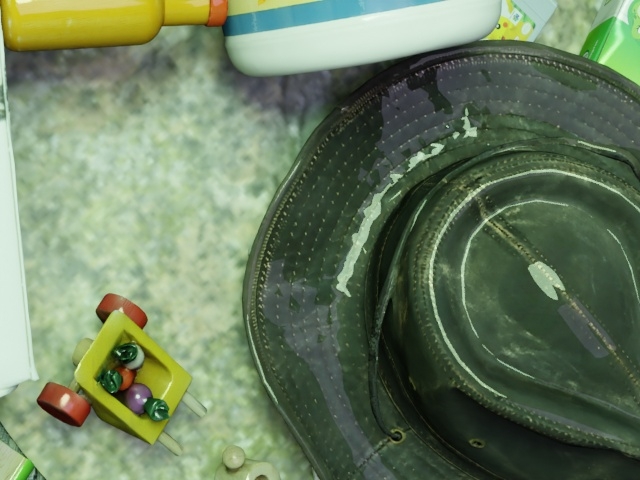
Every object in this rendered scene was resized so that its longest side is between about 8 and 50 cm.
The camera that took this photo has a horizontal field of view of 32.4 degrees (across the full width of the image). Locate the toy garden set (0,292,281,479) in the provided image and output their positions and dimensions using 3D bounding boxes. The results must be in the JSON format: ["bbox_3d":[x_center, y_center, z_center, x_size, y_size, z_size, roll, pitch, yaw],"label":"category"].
[{"bbox_3d":[-0.091,0.169,0.578,0.244,0.049,0.204,46,60,-29],"label":"toy garden set"}]

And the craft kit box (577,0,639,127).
[{"bbox_3d":[0.312,-0.144,0.691,0.250,0.061,0.247,25,85,-5],"label":"craft kit box"}]

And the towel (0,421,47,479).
[{"bbox_3d":[-0.227,0.292,0.582,0.324,0.056,0.312,-38,113,-16],"label":"towel"}]

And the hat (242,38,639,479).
[{"bbox_3d":[0.128,0.045,0.582,0.331,0.134,0.331,0,88,-12],"label":"hat"}]

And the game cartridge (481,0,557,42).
[{"bbox_3d":[0.102,-0.129,0.667,0.056,0.017,0.083,37,83,-19],"label":"game cartridge"}]

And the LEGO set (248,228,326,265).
[{"bbox_3d":[0.000,-0.003,0.638,0.083,0.023,0.054,-31,108,-15],"label":"LEGO set"}]

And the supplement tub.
[{"bbox_3d":[0.008,-0.191,0.548,0.144,0.144,0.200,-14,103,-20],"label":"supplement tub"}]

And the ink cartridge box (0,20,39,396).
[{"bbox_3d":[-0.254,-0.081,0.464,0.223,0.129,0.307,-7,100,-22],"label":"ink cartridge box"}]

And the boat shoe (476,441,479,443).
[{"bbox_3d":[0.092,0.112,0.678,0.048,0.056,0.153,10,93,-34],"label":"boat shoe"}]

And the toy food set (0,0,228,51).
[{"bbox_3d":[-0.103,-0.210,0.498,0.104,0.111,0.232,-7,78,-22],"label":"toy food set"}]

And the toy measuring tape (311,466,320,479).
[{"bbox_3d":[0.051,0.273,0.651,0.121,0.121,0.330,-13,102,-20],"label":"toy measuring tape"}]
